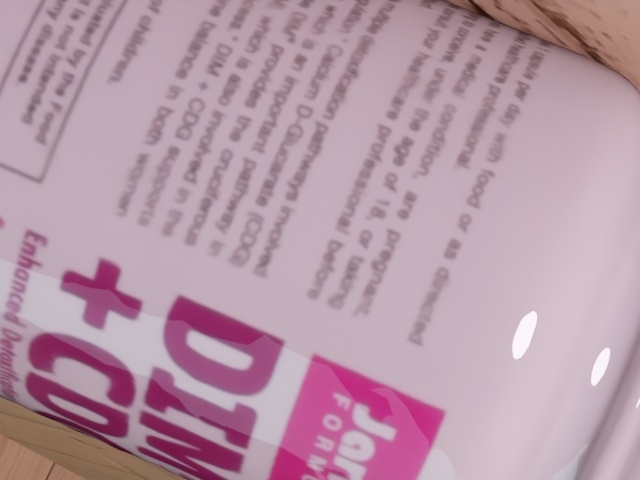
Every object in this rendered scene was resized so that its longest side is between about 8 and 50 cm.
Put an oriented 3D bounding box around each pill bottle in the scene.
[{"bbox_3d":[0.000,0.000,0.521,0.283,0.160,0.160,23,165,6],"label":"pill bottle"}]
